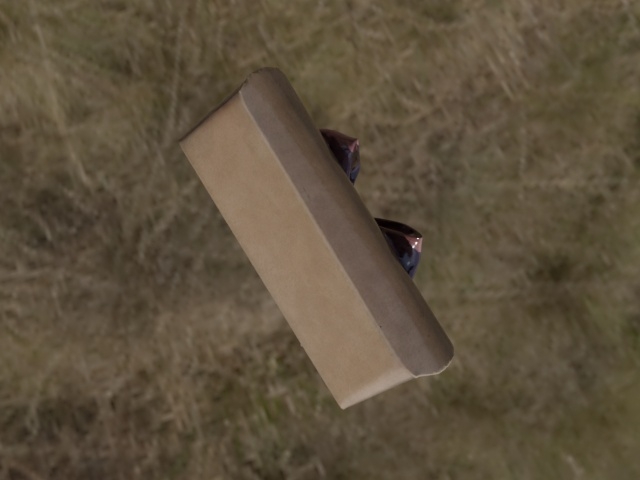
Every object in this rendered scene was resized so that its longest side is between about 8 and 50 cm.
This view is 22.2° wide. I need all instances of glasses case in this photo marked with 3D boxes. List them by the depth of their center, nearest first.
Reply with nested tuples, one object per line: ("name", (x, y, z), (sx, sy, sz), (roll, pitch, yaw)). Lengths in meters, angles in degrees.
("glasses case", (0.000, 0.000, 0.937), (0.070, 0.193, 0.102), (-31, 178, -39))
